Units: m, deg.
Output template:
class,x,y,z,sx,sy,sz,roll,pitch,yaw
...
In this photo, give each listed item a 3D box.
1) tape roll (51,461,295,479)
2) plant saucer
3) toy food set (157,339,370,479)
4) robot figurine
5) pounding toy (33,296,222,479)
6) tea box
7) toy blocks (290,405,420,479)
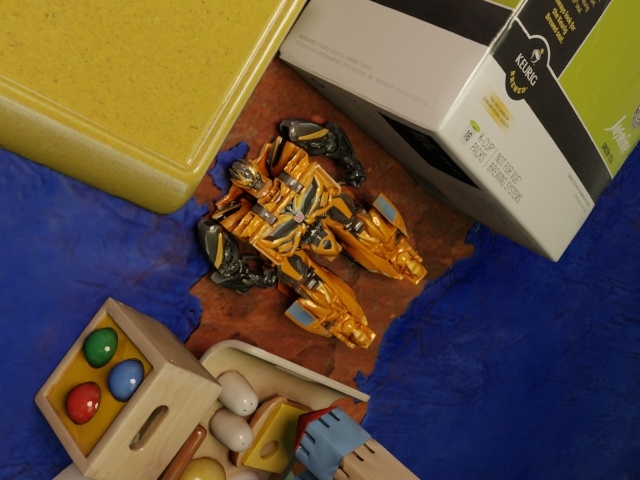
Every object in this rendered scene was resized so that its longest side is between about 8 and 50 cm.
class,x,y,z,sx,sy,sz,roll,pitch,yaw
tape roll,-0.198,0.384,0.976,0.392,0.072,0.392,-22,129,-30
plant saucer,-0.145,-0.196,0.654,0.333,0.081,0.332,26,96,-47
toy food set,-0.089,0.266,0.880,0.220,0.092,0.306,31,92,-47
robot figurine,0.000,0.000,0.899,0.211,0.085,0.291,-52,137,-4
pounding toy,-0.184,0.185,0.764,0.181,0.206,0.094,-53,137,-1
tea box,0.196,-0.206,0.830,0.323,0.220,0.329,-55,141,0
toy blocks,0.019,0.351,0.816,0.191,0.261,0.381,-19,138,-49
